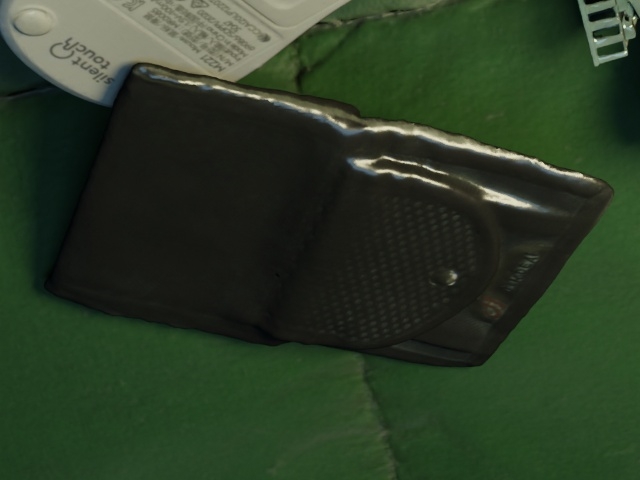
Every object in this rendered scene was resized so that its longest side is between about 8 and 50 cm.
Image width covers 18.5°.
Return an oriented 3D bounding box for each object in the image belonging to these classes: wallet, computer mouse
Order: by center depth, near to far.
[{"bbox_3d":[-0.063,-0.195,1.153,0.297,0.121,0.184,-29,141,35],"label":"computer mouse"},{"bbox_3d":[0.000,0.000,1.297,0.323,0.041,0.247,14,139,-13],"label":"wallet"}]

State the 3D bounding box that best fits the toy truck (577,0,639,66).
[{"bbox_3d":[0.228,-0.130,1.242,0.115,0.080,0.177,-14,122,11],"label":"toy truck"}]
